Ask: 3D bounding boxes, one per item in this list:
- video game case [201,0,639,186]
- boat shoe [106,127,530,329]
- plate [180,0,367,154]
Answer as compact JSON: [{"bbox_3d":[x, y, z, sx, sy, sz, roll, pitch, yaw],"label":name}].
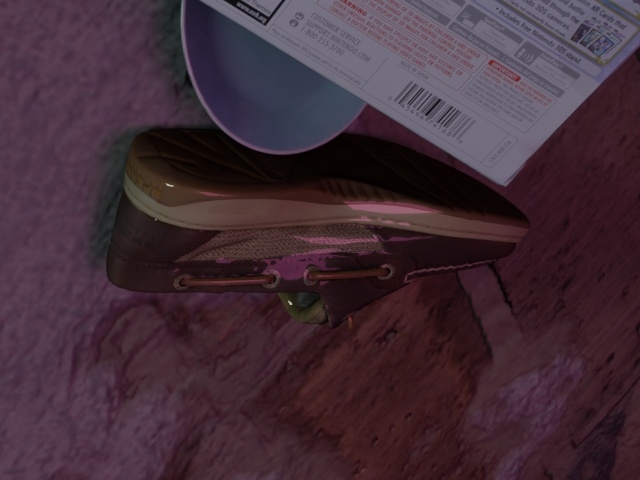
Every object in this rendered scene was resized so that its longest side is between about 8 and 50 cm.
[{"bbox_3d":[0.071,-0.186,0.962,0.270,0.061,0.244,30,130,-15],"label":"video game case"},{"bbox_3d":[0.000,0.000,1.220,0.342,0.123,0.123,1,119,-39],"label":"boat shoe"},{"bbox_3d":[-0.024,-0.153,1.158,0.188,0.024,0.188,-9,105,-39],"label":"plate"}]
